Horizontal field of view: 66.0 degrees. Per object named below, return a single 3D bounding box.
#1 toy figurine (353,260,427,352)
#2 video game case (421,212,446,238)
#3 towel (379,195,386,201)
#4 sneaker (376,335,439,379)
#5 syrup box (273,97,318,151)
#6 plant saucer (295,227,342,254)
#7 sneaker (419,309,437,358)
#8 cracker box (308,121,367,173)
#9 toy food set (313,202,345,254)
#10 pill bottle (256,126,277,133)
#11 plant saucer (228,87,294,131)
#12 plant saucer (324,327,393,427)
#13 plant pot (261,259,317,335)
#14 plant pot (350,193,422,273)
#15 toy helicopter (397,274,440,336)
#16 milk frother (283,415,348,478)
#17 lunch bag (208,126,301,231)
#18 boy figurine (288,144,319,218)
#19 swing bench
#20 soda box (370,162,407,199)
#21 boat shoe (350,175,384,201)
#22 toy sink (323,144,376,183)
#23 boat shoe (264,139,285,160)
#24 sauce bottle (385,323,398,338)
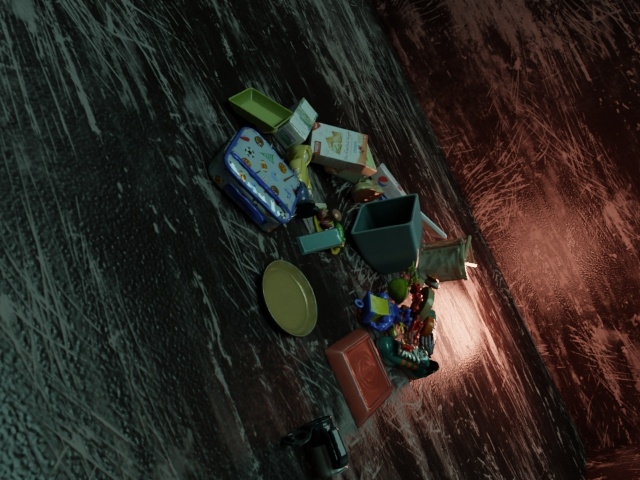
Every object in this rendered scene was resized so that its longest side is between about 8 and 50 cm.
[{"bbox_3d":[0.229,0.214,1.778,0.218,0.191,0.362,13,37,-8],"label":"toy figurine"},{"bbox_3d":[0.508,-0.096,2.447,0.227,0.026,0.206,42,0,-5],"label":"video game case"},{"bbox_3d":[0.383,-0.082,2.391,0.285,0.034,0.209,33,41,-40],"label":"towel"},{"bbox_3d":[0.326,0.421,1.817,0.302,0.121,0.108,37,39,-36],"label":"sneaker"},{"bbox_3d":[-0.093,-0.445,1.886,0.093,0.096,0.236,47,34,-21],"label":"syrup box"},{"bbox_3d":[0.000,0.000,1.702,0.192,0.018,0.067,-14,78,-41],"label":"plant saucer"},{"bbox_3d":[0.459,0.396,2.110,0.223,0.083,0.098,-65,145,-51],"label":"sneaker"},{"bbox_3d":[0.067,-0.369,1.963,0.233,0.067,0.155,11,63,-11],"label":"cracker box"},{"bbox_3d":[0.040,-0.060,1.810,0.128,0.071,0.217,8,60,-55],"label":"toy food set"},{"bbox_3d":[-0.191,-0.403,1.755,0.083,0.043,0.043,-18,82,-59],"label":"pill bottle"},{"bbox_3d":[-0.208,-0.446,1.710,0.188,0.045,0.188,32,34,0],"label":"plant saucer"},{"bbox_3d":[0.142,0.430,1.604,0.258,0.048,0.258,-14,78,-59],"label":"plant saucer"},{"bbox_3d":[-0.097,0.173,1.457,0.236,0.032,0.236,36,40,-38],"label":"plant pot"},{"bbox_3d":[0.295,-0.006,2.008,0.247,0.247,0.252,-65,140,-54],"label":"plant pot"},{"bbox_3d":[0.418,0.223,2.045,0.140,0.234,0.355,25,16,0],"label":"toy helicopter"},{"bbox_3d":[-0.013,0.537,1.254,0.143,0.129,0.134,-17,77,-16],"label":"milk frother"},{"bbox_3d":[-0.190,-0.179,1.517,0.303,0.115,0.243,46,36,-25],"label":"lunch bag"},{"bbox_3d":[-0.062,-0.216,1.744,0.177,0.092,0.285,59,23,-56],"label":"boy figurine"},{"bbox_3d":[0.563,0.093,2.278,0.255,0.254,0.165,-24,102,-61],"label":"swing bench"},{"bbox_3d":[0.331,-0.265,2.389,0.216,0.074,0.069,53,27,-4],"label":"soda box"},{"bbox_3d":[0.193,-0.227,2.160,0.089,0.105,0.285,63,20,9],"label":"boat shoe"},{"bbox_3d":[0.118,-0.360,2.107,0.234,0.131,0.152,13,56,-52],"label":"toy sink"},{"bbox_3d":[-0.183,-0.321,1.697,0.152,0.049,0.056,41,37,-32],"label":"boat shoe"},{"bbox_3d":[0.256,0.315,1.875,0.042,0.042,0.128,2,60,-56],"label":"sauce bottle"}]
